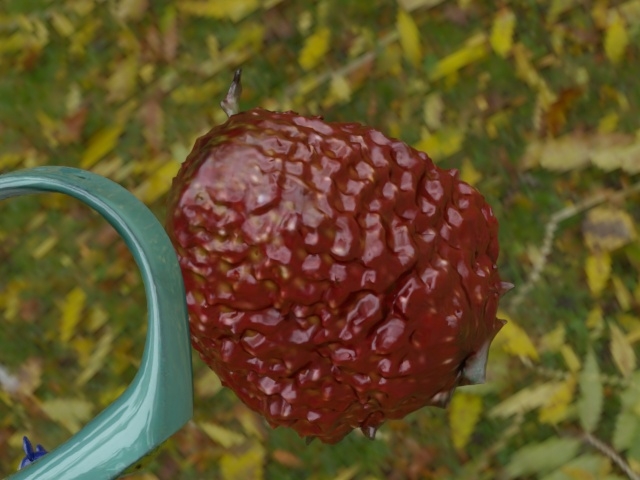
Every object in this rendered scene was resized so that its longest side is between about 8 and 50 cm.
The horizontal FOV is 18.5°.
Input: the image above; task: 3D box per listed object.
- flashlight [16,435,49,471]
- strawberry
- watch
[{"bbox_3d":[-0.199,0.205,1.451,0.035,0.057,0.121,-21,72,3],"label":"flashlight"},{"bbox_3d":[-0.001,-0.001,1.657,0.292,0.343,0.292,-19,41,17],"label":"strawberry"},{"bbox_3d":[-0.181,0.067,1.093,0.237,0.068,0.195,-37,91,16],"label":"watch"}]
